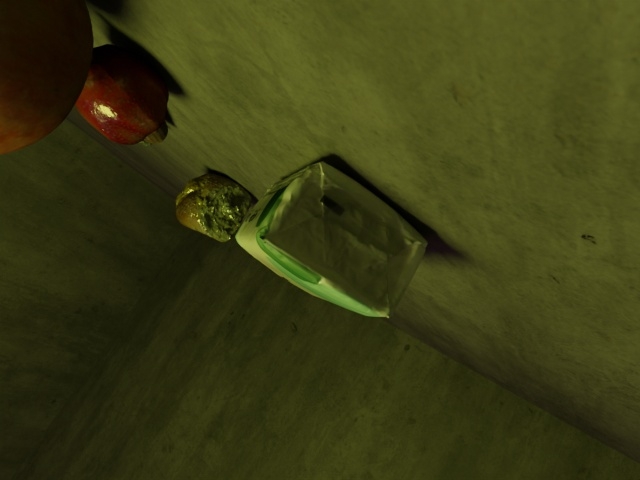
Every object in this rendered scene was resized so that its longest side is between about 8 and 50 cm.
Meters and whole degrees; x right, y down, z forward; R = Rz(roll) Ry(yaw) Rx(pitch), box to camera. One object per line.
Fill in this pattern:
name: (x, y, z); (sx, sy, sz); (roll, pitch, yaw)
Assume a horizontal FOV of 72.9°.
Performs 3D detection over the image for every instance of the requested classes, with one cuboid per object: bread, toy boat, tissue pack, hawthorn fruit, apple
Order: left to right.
apple: (-0.506, -0.286, 0.557); (0.391, 0.391, 0.346); (30, -170, 13)
hawthorn fruit: (-0.380, -0.278, 0.805); (0.169, 0.169, 0.188); (25, 168, 38)
toy boat: (-0.438, -0.300, 1.065); (0.115, 0.089, 0.310); (31, 170, -4)
bread: (-0.351, -0.115, 1.381); (0.176, 0.195, 0.246); (32, 171, -40)
tissue pack: (-0.001, 0.001, 0.855); (0.266, 0.194, 0.356); (34, 170, -15)
